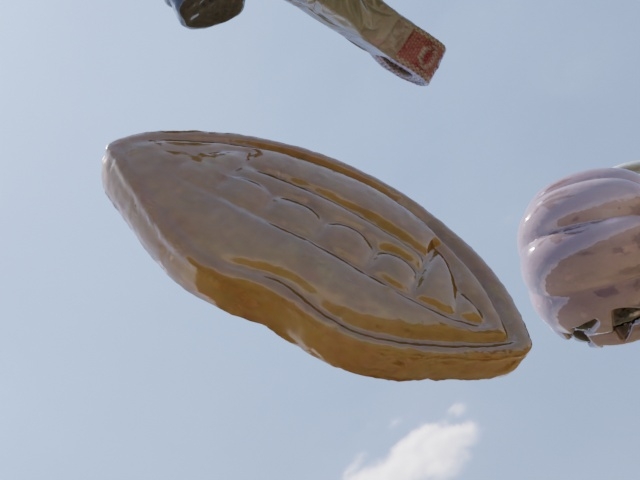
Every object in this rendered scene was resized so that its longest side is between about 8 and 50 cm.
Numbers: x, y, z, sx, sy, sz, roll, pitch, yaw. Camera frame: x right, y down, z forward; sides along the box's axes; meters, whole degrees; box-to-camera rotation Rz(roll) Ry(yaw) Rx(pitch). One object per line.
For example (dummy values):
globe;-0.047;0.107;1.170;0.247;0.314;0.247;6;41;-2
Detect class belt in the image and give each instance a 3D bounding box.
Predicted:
belt;0.036;-0.224;0.859;0.232;0.071;0.053;24;-90;-34

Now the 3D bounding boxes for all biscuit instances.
biscuit;0.000;0.000;0.419;0.142;0.220;0.029;-49;-16;-57

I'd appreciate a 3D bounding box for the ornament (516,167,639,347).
ornament;0.286;0.015;0.864;0.177;0.177;0.178;-20;-46;-22

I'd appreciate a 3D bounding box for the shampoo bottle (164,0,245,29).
shampoo bottle;-0.197;-0.437;1.167;0.134;0.359;0.078;-24;-27;-11

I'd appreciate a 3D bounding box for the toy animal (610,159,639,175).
toy animal;0.541;-0.018;1.394;0.264;0.206;0.272;5;-97;-24
